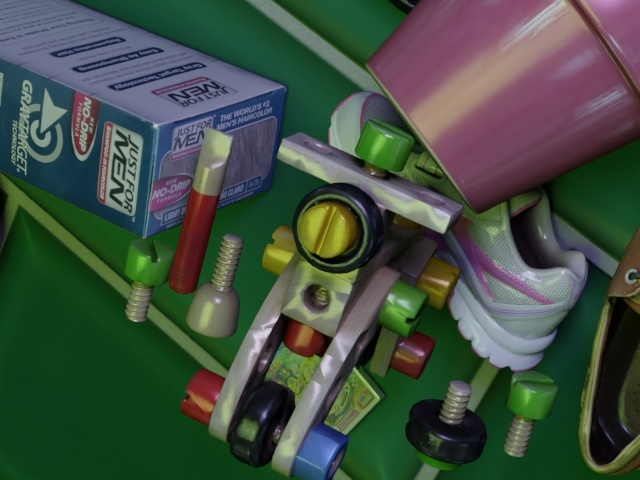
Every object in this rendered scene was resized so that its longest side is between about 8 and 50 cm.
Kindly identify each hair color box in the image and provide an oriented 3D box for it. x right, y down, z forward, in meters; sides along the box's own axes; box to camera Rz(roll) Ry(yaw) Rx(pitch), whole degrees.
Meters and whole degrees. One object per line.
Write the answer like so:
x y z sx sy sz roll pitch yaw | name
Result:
-0.221 -0.126 1.437 0.347 0.174 0.105 24 118 29 | hair color box

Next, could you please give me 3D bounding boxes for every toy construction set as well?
0.000 0.000 1.183 0.309 0.257 0.237 33 119 37 | toy construction set

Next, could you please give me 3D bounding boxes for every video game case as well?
-0.007 0.115 1.462 0.122 0.011 0.087 50 127 13 | video game case

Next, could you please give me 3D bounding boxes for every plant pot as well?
0.138 -0.121 1.118 0.180 0.201 0.201 -36 81 5 | plant pot

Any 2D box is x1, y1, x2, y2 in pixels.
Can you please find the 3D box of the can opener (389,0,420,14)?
0.107 -0.181 1.263 0.186 0.073 0.059 41 86 15 | can opener

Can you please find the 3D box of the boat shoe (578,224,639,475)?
0.262 0.036 1.177 0.110 0.104 0.307 25 118 28 | boat shoe

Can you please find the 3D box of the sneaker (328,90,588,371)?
0.113 -0.027 1.278 0.252 0.103 0.111 47 126 4 | sneaker
